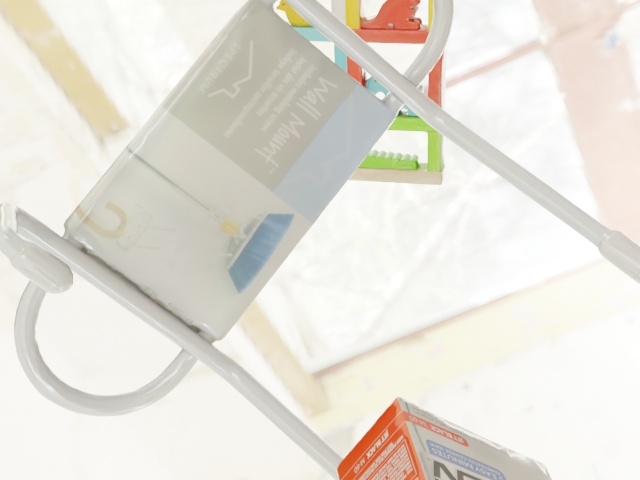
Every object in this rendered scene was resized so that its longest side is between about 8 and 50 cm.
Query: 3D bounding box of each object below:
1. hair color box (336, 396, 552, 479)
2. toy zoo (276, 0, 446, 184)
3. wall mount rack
[{"bbox_3d":[0.071,0.148,0.578,0.093,0.053,0.167,27,-156,-26],"label":"hair color box"},{"bbox_3d":[0.028,-0.200,1.365,0.030,0.192,0.293,-58,-31,-63],"label":"toy zoo"},{"bbox_3d":[0.000,0.000,0.785,0.304,0.350,0.130,37,-177,-20],"label":"wall mount rack"}]
